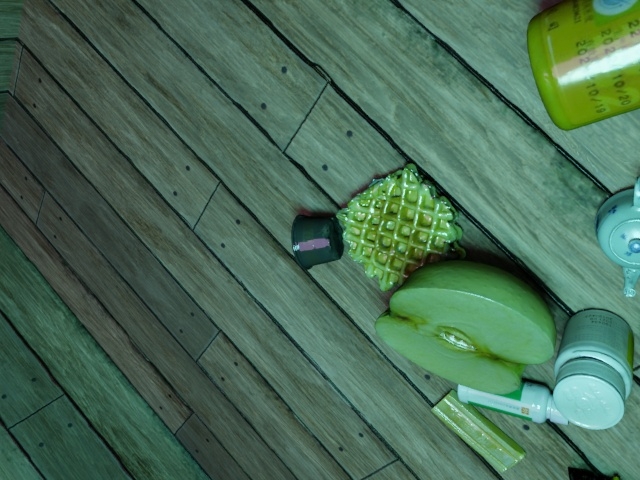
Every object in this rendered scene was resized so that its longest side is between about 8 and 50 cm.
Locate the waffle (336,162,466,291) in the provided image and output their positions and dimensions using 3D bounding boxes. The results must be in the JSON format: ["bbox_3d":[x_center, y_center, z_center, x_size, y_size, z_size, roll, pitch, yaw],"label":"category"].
[{"bbox_3d":[0.201,-0.022,1.312,0.317,0.073,0.297,-32,90,36],"label":"waffle"}]

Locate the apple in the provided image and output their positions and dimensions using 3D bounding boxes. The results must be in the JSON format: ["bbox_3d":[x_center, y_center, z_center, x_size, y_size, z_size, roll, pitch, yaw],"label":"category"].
[{"bbox_3d":[0.319,0.198,1.178,0.361,0.312,0.319,24,99,10],"label":"apple"}]

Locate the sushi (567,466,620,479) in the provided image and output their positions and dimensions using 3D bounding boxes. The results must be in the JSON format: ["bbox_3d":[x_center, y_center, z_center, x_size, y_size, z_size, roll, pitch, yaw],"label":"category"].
[{"bbox_3d":[0.691,0.648,1.227,0.151,0.153,0.171,-9,83,18],"label":"sushi"}]

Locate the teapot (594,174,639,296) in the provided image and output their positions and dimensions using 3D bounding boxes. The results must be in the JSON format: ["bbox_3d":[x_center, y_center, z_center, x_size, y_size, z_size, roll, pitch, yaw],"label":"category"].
[{"bbox_3d":[0.609,-0.015,0.989,0.159,0.159,0.231,7,114,32],"label":"teapot"}]

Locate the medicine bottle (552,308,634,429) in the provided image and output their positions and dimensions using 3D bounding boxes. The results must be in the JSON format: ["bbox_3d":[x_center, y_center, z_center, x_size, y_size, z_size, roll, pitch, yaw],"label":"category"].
[{"bbox_3d":[0.563,0.258,1.067,0.144,0.258,0.143,14,118,29],"label":"medicine bottle"}]

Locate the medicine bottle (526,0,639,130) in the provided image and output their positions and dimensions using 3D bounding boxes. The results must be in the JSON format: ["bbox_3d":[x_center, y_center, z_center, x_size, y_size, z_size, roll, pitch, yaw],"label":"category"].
[{"bbox_3d":[0.558,-0.339,0.832,0.385,0.224,0.224,-14,102,38],"label":"medicine bottle"}]

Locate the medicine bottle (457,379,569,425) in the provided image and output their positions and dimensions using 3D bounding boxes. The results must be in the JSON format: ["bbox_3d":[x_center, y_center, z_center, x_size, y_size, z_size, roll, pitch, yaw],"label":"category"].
[{"bbox_3d":[0.480,0.390,1.286,0.260,0.095,0.095,9,114,32],"label":"medicine bottle"}]

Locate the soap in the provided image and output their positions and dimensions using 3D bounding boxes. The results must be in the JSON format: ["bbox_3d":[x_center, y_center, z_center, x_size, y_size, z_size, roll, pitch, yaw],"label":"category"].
[{"bbox_3d":[0.430,0.521,1.413,0.252,0.037,0.092,40,128,13],"label":"soap"}]

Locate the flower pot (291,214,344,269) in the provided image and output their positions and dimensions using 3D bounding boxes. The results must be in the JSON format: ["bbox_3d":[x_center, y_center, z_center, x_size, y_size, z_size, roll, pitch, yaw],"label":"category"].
[{"bbox_3d":[0.000,0.000,1.417,0.107,0.157,0.157,-5,107,21],"label":"flower pot"}]
